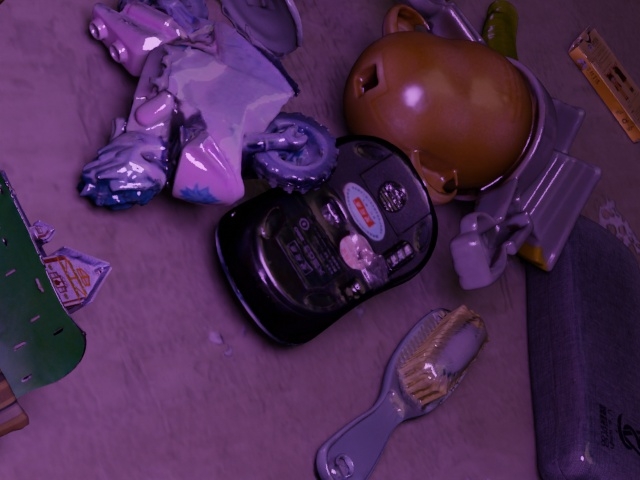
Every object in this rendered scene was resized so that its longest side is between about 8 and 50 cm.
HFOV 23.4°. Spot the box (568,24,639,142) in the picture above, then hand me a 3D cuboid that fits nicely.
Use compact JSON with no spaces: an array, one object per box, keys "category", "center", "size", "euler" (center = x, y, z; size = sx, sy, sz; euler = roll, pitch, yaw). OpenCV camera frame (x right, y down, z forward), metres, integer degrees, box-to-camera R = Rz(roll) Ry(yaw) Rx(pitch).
[{"category":"box","center":[0.365,-0.196,1.934],"size":[0.149,0.020,0.073],"euler":[53,38,-5]}]

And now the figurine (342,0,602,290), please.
[{"category":"figurine","center":[0.138,-0.110,1.495],"size":[0.285,0.167,0.342],"euler":[21,28,-49]}]

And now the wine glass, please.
[{"category":"wine glass","center":[0.013,-0.280,1.445],"size":[0.232,0.156,0.156],"euler":[-42,98,-24]}]

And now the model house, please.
[{"category":"model house","center":[-0.214,0.025,1.063],"size":[0.167,0.117,0.088],"euler":[59,20,5]}]

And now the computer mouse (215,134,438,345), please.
[{"category":"computer mouse","center":[0.000,0.000,1.316],"size":[0.233,0.096,0.137],"euler":[-29,85,-41]}]

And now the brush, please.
[{"category":"brush","center":[0.085,0.129,1.348],"size":[0.068,0.060,0.297],"euler":[55,36,-6]}]

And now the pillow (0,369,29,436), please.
[{"category":"pillow","center":[-0.280,0.053,0.995],"size":[0.113,0.038,0.203],"euler":[-25,86,-31]}]

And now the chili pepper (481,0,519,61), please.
[{"category":"chili pepper","center":[0.202,-0.189,1.727],"size":[0.052,0.050,0.202],"euler":[4,55,-4]}]

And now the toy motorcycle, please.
[{"category":"toy motorcycle","center":[-0.124,-0.104,1.242],"size":[0.204,0.108,0.239],"euler":[-32,53,-29]}]

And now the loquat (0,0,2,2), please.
[{"category":"loquat","center":[-0.338,-0.265,0.979],"size":[0.359,0.328,0.328],"euler":[-10,64,-4]}]

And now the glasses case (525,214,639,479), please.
[{"category":"glasses case","center":[0.272,0.121,1.552],"size":[0.131,0.074,0.323],"euler":[29,45,-30]}]
